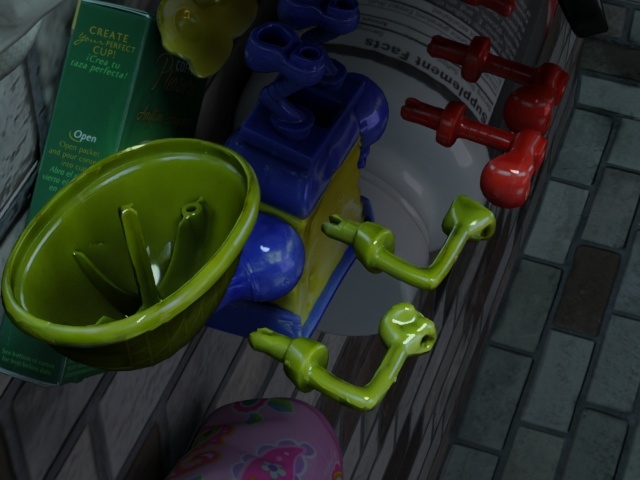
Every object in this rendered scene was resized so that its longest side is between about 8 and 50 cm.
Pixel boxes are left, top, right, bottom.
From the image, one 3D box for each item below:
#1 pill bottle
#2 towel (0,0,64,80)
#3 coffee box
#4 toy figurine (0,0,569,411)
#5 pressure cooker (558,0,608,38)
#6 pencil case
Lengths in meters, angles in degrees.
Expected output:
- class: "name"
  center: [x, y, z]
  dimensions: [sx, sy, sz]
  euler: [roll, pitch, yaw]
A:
- class: "pill bottle"
  center: [0.046, -0.101, 1.006]
  dimensions: [0.176, 0.176, 0.318]
  euler: [86, 23, -55]
- class: "towel"
  center: [-0.180, 0.011, 0.233]
  dimensions: [0.312, 0.056, 0.324]
  euler: [-51, 164, -7]
- class: "coffee box"
  center: [-0.106, -0.024, 0.758]
  dimensions: [0.113, 0.040, 0.184]
  euler: [-9, 114, -76]
- class: "toy figurine"
  center: [0.000, 0.000, 0.746]
  dimensions: [0.217, 0.191, 0.362]
  euler: [98, 15, -46]
- class: "pressure cooker"
  center: [0.117, -0.301, 0.546]
  dimensions: [0.375, 0.421, 0.369]
  euler: [41, 35, -75]
- class: "pencil case"
  center: [-0.076, 0.213, 0.991]
  dimensions: [0.284, 0.124, 0.124]
  euler: [-53, 155, -59]
